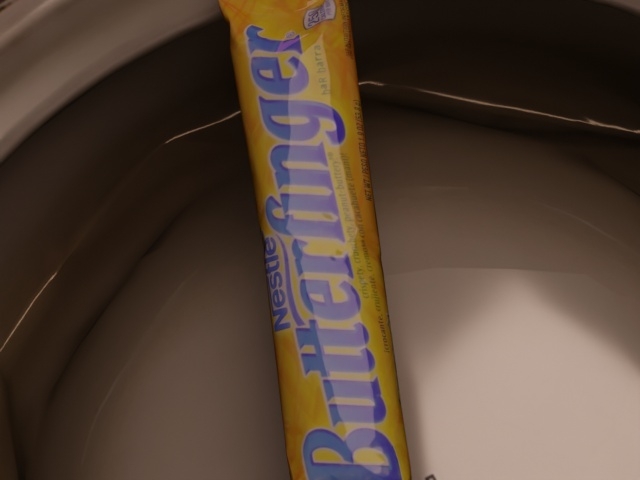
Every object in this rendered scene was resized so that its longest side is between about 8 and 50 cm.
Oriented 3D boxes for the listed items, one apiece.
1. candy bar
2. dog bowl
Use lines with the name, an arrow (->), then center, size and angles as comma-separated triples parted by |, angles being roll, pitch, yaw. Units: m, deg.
candy bar -> 0.000, 0.000, 0.495 | 0.040, 0.018, 0.161 | -8, 82, 6
dog bowl -> 0.034, 0.097, 0.564 | 0.408, 0.150, 0.408 | -1, 84, 6
